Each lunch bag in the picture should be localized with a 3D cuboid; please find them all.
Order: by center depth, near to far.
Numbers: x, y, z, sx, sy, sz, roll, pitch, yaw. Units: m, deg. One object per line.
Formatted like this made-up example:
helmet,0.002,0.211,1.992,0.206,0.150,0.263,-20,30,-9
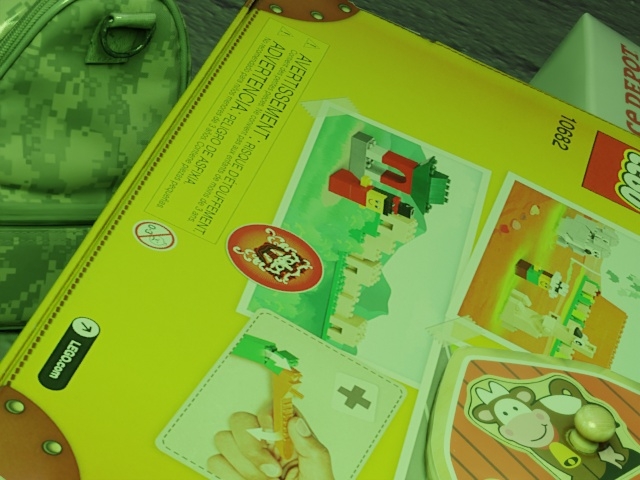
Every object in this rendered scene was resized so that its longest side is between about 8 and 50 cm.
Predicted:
lunch bag,-0.226,-0.122,1.253,0.213,0.256,0.305,2,32,-41

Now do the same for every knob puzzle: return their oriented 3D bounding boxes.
knob puzzle,0.130,0.108,0.842,0.213,0.030,0.213,15,37,-12

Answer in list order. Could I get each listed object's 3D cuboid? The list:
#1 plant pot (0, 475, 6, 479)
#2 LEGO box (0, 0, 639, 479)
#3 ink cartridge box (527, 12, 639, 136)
plant pot,-0.211,0.214,0.545,0.256,0.274,0.256,20,23,-9
LEGO box,0.043,0.107,0.985,0.372,0.193,0.500,26,36,1
ink cartridge box,0.313,0.039,1.424,0.395,0.166,0.285,30,29,-11
